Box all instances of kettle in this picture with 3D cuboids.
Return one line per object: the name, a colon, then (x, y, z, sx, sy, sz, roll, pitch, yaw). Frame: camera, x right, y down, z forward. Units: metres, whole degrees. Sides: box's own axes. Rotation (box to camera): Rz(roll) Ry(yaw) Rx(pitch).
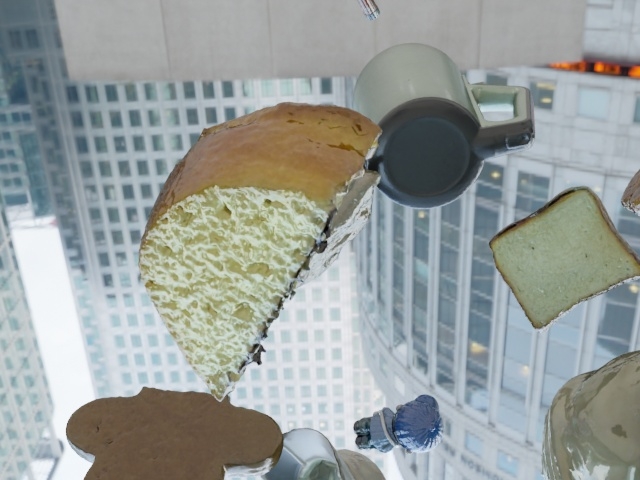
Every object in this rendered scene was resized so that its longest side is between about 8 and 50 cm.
kettle: (0.250, -0.243, 1.556, 0.361, 0.249, 0.376, -7, -153, 5)

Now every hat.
hat: (0.023, 0.420, 1.327, 0.232, 0.275, 0.161, 14, -132, 40)

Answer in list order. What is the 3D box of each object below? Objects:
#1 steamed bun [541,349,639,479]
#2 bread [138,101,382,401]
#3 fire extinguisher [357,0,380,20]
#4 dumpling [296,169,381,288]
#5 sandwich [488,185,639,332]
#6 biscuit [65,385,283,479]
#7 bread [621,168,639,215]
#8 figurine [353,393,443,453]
steamed bun: (0.449, 0.305, 1.108, 0.324, 0.309, 0.220, 4, 178, -42)
bread: (-0.065, -0.005, 0.581, 0.134, 0.260, 0.129, 27, -143, -1)
fire extinguisher: (0.055, -0.338, 1.056, 0.028, 0.083, 0.022, 1, -115, 29)
dumpling: (0.003, 0.003, 1.443, 0.332, 0.086, 0.166, -48, -166, 5)
sandwich: (0.580, 0.041, 1.837, 0.301, 0.271, 0.099, -35, 158, 25)
biscuit: (-0.249, 0.416, 1.212, 0.369, 0.076, 0.394, 1, -134, 3)
bread: (0.622, -0.114, 1.372, 0.064, 0.193, 0.193, 42, -145, -1)
figurine: (0.117, 0.280, 1.156, 0.149, 0.086, 0.087, -17, 157, 34)
